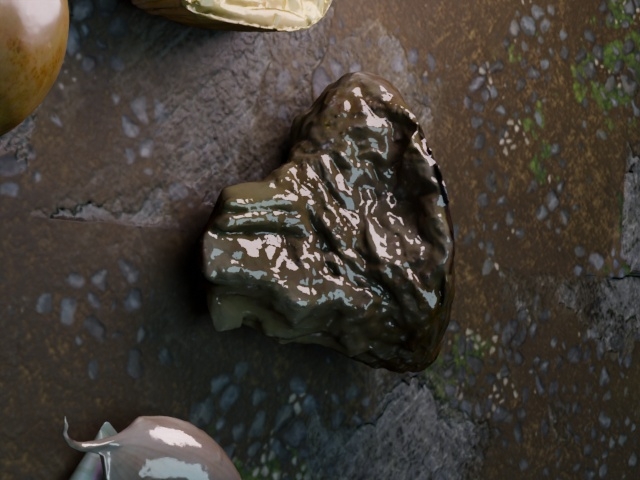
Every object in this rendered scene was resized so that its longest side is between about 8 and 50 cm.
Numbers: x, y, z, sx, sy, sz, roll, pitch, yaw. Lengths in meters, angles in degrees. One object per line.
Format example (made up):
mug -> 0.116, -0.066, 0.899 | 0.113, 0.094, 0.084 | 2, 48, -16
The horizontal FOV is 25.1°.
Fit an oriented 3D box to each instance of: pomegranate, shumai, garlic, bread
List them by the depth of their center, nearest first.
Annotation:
pomegranate -> -0.340, -0.218, 1.244 | 0.252, 0.229, 0.270 | 24, 69, -39
garlic -> -0.160, 0.245, 1.471 | 0.267, 0.128, 0.148 | 65, 26, -21
bread -> -0.107, -0.308, 1.502 | 0.250, 0.133, 0.179 | 3, 89, -39
shumai -> -0.003, 0.001, 1.608 | 0.283, 0.217, 0.346 | -16, 90, -8

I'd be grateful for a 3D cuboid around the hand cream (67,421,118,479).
hand cream -> -0.251, 0.283, 1.438 | 0.205, 0.050, 0.078 | -56, 129, -31
